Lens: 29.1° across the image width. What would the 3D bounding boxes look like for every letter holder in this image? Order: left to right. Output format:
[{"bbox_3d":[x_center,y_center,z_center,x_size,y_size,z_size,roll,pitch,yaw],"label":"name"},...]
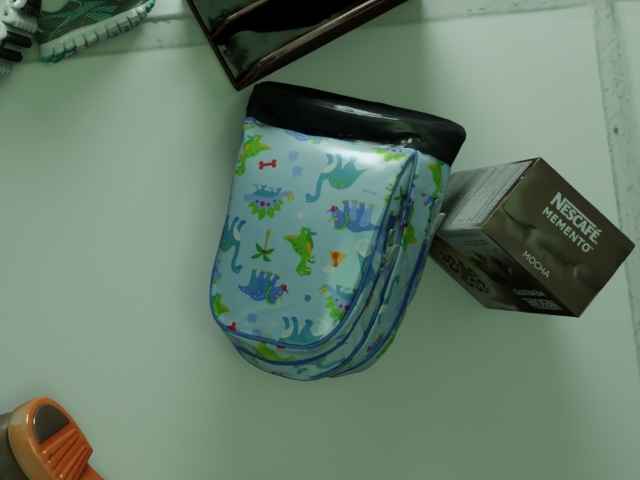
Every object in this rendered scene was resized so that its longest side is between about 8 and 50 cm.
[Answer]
[{"bbox_3d":[0.004,-0.336,1.563,0.302,0.214,0.152,-30,96,-12],"label":"letter holder"}]

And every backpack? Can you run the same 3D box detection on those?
[{"bbox_3d":[0.000,0.000,1.547,0.290,0.273,0.355,16,103,16],"label":"backpack"}]

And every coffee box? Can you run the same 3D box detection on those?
[{"bbox_3d":[0.245,-0.002,1.577,0.168,0.297,0.119,42,80,-10],"label":"coffee box"}]

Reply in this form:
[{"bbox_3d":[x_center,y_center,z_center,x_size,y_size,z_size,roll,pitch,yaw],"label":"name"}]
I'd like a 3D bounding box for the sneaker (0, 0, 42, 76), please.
[{"bbox_3d":[-0.449,-0.216,1.499,0.118,0.110,0.292,36,90,4],"label":"sneaker"}]

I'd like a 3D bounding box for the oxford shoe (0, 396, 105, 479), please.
[{"bbox_3d":[-0.315,0.367,1.544,0.133,0.130,0.364,-21,103,19],"label":"oxford shoe"}]

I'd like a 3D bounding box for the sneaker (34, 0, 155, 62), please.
[{"bbox_3d":[-0.292,-0.291,1.569,0.166,0.065,0.076,-26,92,-15],"label":"sneaker"}]
